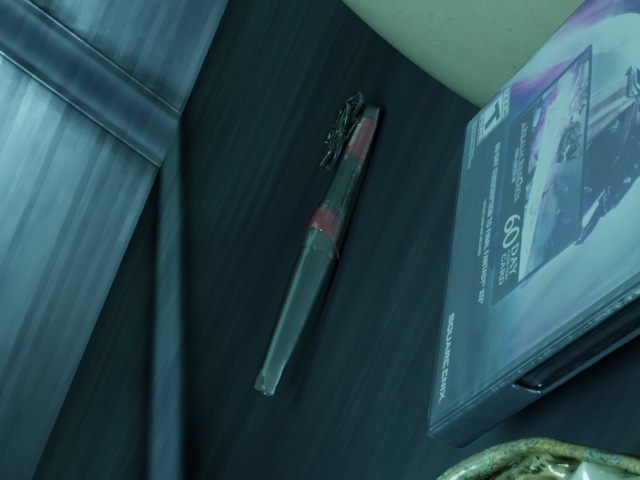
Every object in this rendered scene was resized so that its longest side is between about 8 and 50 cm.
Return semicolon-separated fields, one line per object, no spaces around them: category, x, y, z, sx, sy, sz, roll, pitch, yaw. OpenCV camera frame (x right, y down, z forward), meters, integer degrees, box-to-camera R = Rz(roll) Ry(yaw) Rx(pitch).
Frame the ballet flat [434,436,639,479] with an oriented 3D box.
ballet flat;0.111;0.114;0.285;0.123;0.123;0.348;-70;15;-7

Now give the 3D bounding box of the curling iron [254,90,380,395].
curling iron;0.000;0.000;0.977;0.068;0.035;0.274;136;153;-65

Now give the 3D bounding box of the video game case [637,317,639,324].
video game case;0.194;-0.106;0.474;0.285;0.025;0.204;-62;16;23

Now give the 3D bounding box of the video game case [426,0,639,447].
video game case;0.131;-0.045;0.512;0.274;0.026;0.196;131;156;-52

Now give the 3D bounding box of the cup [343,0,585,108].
cup;0.074;-0.270;0.709;0.331;0.237;0.331;-159;90;-75
